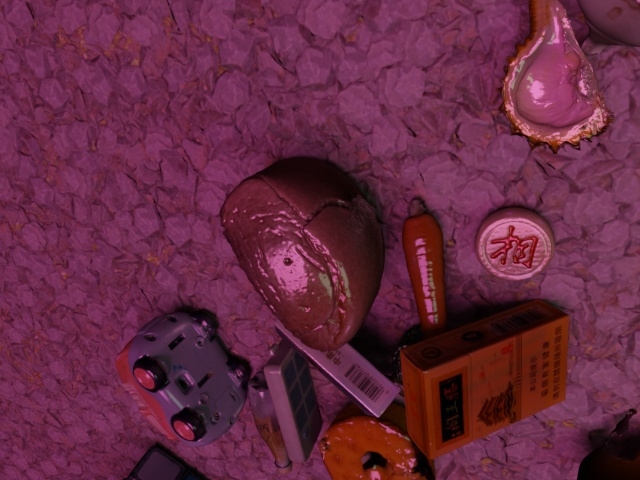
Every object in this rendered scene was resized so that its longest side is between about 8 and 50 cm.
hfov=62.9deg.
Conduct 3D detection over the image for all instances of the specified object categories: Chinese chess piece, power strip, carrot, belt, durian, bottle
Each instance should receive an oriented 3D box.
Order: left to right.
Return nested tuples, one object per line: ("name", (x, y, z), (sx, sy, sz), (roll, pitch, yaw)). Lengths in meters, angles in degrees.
("bottle", (-0.101, 0.414, 1.165), (0.083, 0.083, 0.269), (0, 115, 20))
("power strip", (-0.053, 0.332, 1.088), (0.046, 0.118, 0.270), (-4, 112, 19))
("carrot", (0.186, 0.092, 0.880), (0.069, 0.069, 0.335), (-8, 93, 24))
("belt", (0.212, 0.220, 0.966), (0.152, 0.079, 0.121), (13, 127, 29))
("Chinese chess piece", (0.310, 0.007, 0.840), (0.122, 0.051, 0.122), (8, 117, 17))
("durian", (0.315, -0.231, 0.717), (0.141, 0.078, 0.224), (-6, 101, 36))

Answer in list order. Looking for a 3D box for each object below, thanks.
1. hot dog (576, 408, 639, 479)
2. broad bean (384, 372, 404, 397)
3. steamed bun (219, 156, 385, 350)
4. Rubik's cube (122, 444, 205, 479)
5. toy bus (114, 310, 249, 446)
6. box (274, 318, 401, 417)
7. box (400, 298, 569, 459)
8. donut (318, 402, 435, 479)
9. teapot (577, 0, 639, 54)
("hot dog", (0.601, 0.388, 0.864), (0.326, 0.193, 0.107), (-16, 136, 31))
("broad bean", (0.212, 0.311, 1.011), (0.214, 0.070, 0.048), (32, 95, 2))
("steamed bun", (0.000, 0.000, 0.853), (0.199, 0.251, 0.301), (-34, 97, 16))
("Rubik's cube", (-0.433, 0.810, 1.326), (0.364, 0.358, 0.362), (31, 119, 2))
("toy bus", (-0.316, 0.305, 1.138), (0.232, 0.194, 0.287), (-23, 105, 36))
("box", (0.024, 0.220, 0.970), (0.243, 0.067, 0.155), (40, 164, 11))
("box", (0.270, 0.221, 0.853), (0.274, 0.076, 0.174), (-16, 112, -17))
("donut", (0.119, 0.444, 1.080), (0.254, 0.118, 0.253), (7, 113, 17))
("teapot", (0.370, -0.374, 0.581), (0.220, 0.149, 0.318), (-16, 109, 33))
